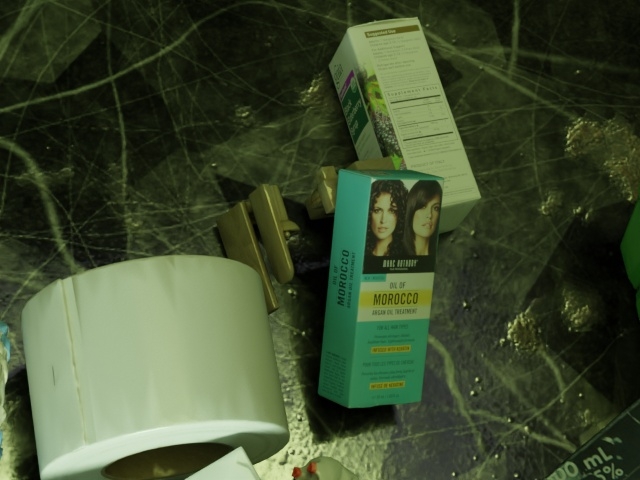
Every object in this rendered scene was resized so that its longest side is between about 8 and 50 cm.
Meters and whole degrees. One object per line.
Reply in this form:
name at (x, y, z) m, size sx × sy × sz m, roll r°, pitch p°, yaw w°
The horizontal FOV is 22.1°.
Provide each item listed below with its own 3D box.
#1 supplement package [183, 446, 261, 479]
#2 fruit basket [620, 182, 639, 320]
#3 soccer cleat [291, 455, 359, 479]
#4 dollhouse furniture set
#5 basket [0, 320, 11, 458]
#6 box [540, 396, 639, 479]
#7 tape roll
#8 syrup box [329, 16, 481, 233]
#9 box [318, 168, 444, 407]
supplement package at (-0.133, 0.353, 1.534) m, size 0.262 × 0.145 × 0.204 m, roll -30°, pitch 77°, yaw -7°
fruit basket at (0.518, 0.058, 1.762) m, size 0.283 × 0.392 × 0.392 m, roll -5°, pitch 69°, yaw -18°
soccer cleat at (-0.001, 0.317, 1.669) m, size 0.076 × 0.068 × 0.196 m, roll 24°, pitch 65°, yaw -30°
dollhouse furniture set at (0.000, 0.000, 1.777) m, size 0.151 × 0.144 × 0.123 m, roll -9°, pitch 74°, yaw -35°
basket at (-0.422, 0.189, 1.526) m, size 0.254 × 0.201 × 0.289 m, roll 17°, pitch 54°, yaw -10°
box at (0.292, 0.459, 1.400) m, size 0.480 × 0.297 × 0.472 m, roll -37°, pitch 64°, yaw -19°
tape roll at (-0.162, 0.136, 1.600) m, size 0.246 × 0.246 × 0.169 m, roll -5°, pitch 70°, yaw -18°
syrup box at (0.093, -0.127, 1.870) m, size 0.096 × 0.093 × 0.237 m, roll -12°, pitch 71°, yaw -20°
box at (0.064, 0.049, 1.725) m, size 0.100 × 0.060 × 0.244 m, roll -1°, pitch 101°, yaw -35°
